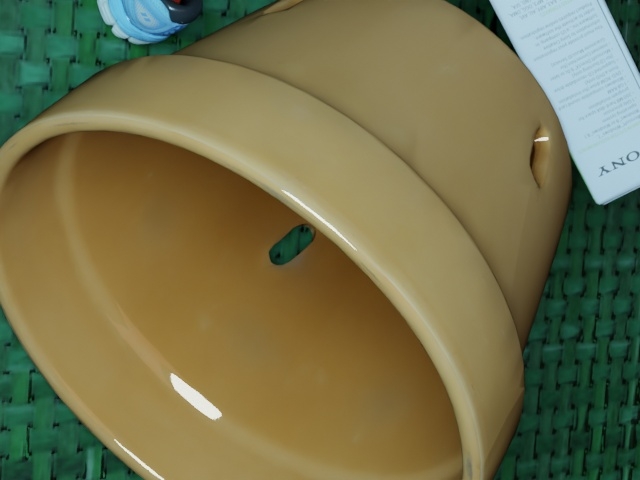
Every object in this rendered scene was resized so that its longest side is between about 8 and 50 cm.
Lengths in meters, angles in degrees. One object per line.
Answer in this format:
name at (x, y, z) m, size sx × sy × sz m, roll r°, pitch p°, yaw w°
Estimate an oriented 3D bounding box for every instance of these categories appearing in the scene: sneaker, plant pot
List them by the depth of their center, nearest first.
plant pot at (0.000, 0.000, 0.869) m, size 0.203 × 0.291 × 0.291 m, roll -49°, pitch 121°, yaw -37°
sneaker at (-0.082, -0.187, 0.890) m, size 0.063 × 0.073 × 0.162 m, roll -11°, pitch 100°, yaw -33°

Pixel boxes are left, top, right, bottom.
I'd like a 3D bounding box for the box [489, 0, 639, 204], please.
box at (0.094, -0.204, 0.924) m, size 0.058 × 0.232 × 0.322 m, roll -25°, pitch 117°, yaw 12°
